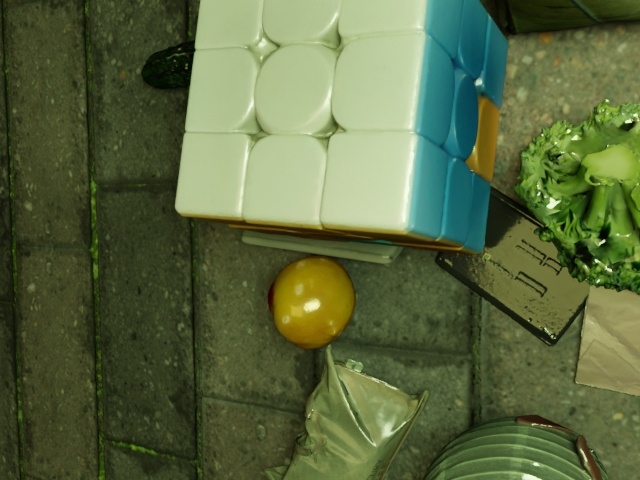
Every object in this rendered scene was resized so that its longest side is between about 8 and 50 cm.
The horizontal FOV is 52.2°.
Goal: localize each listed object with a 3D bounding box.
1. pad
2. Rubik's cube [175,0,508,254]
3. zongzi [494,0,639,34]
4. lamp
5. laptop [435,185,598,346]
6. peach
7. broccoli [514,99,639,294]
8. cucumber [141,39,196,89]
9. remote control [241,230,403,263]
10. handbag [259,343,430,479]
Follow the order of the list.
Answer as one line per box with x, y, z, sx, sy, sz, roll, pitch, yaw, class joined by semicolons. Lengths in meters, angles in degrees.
0.379;0.094;0.789;0.113;0.006;0.188;8;99;22;pad
0.040;-0.144;0.789;0.291;0.291;0.291;5;88;28;Rubik's cube
0.328;-0.311;0.623;0.360;0.323;0.160;11;91;25;zongzi
0.229;0.326;0.775;0.233;0.233;0.265;16;122;28;lamp
0.257;0.031;0.855;0.197;0.016;0.135;37;112;23;laptop
-0.010;0.086;0.944;0.138;0.138;0.138;2;95;30;peach
0.334;-0.042;0.711;0.198;0.226;0.176;-40;117;22;broccoli
-0.201;-0.290;1.064;0.265;0.077;0.077;0;93;30;cucumber
0.000;0.000;0.976;0.261;0.067;0.029;8;124;29;remote control
0.029;0.292;0.948;0.182;0.117;0.270;24;107;6;handbag
